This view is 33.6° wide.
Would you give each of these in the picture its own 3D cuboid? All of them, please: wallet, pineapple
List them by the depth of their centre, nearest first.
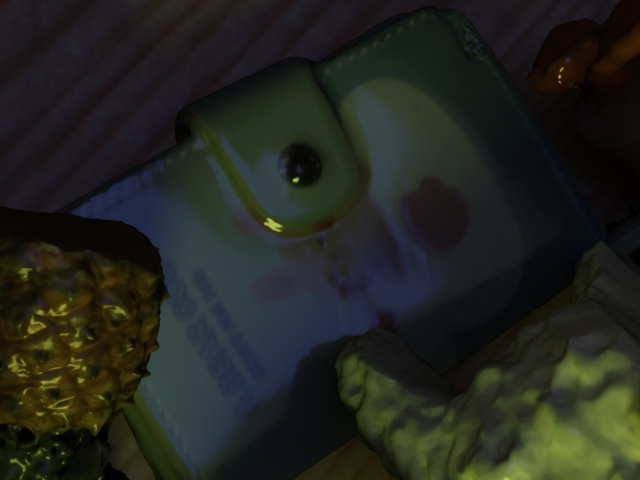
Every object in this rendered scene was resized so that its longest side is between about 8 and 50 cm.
[{"bbox_3d":[-0.162,0.109,0.611,0.128,0.128,0.248,8,102,-9],"label":"pineapple"},{"bbox_3d":[0.000,0.000,0.734,0.360,0.083,0.252,-31,89,-17],"label":"wallet"}]

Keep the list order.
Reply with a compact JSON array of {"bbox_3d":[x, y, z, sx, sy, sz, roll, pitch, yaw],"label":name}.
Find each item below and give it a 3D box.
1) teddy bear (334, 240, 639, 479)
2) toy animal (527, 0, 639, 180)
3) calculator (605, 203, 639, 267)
[{"bbox_3d":[0.101,0.202,0.622,0.327,0.375,0.362,45,107,15],"label":"teddy bear"},{"bbox_3d":[0.297,-0.077,0.764,0.281,0.195,0.169,44,71,-14],"label":"toy animal"},{"bbox_3d":[0.311,0.065,0.735,0.262,0.161,0.021,43,64,2],"label":"calculator"}]
